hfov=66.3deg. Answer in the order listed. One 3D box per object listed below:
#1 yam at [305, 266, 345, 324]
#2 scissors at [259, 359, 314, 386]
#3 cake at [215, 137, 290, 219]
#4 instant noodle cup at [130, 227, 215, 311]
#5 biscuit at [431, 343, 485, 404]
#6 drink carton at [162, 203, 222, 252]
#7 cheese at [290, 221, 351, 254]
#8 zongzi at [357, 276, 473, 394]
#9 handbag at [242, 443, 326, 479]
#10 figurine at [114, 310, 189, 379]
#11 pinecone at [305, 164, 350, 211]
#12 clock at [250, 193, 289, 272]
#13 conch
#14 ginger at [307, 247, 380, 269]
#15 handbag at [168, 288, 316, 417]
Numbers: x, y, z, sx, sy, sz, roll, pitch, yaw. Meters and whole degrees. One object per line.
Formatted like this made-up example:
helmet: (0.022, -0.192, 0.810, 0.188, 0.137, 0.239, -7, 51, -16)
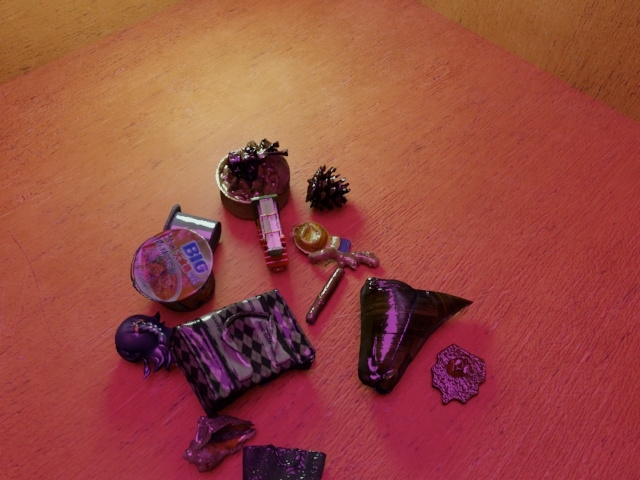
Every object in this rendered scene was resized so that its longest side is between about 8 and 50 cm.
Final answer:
yam: (0.018, 0.210, 1.878, 0.046, 0.046, 0.263, 25, 59, 16)
scissors: (-0.124, 0.450, 1.736, 0.220, 0.017, 0.088, -33, 66, -20)
cake: (-0.283, -0.291, 2.045, 0.333, 0.321, 0.332, 1, 57, -2)
instant noodle cup: (-0.520, 0.128, 1.814, 0.297, 0.214, 0.296, 0, 64, 1)
biscuit: (0.474, 0.478, 1.710, 0.182, 0.034, 0.215, 27, 63, 18)
drink carton: (-0.512, -0.023, 1.954, 0.190, 0.191, 0.185, 17, 56, 3)
cheese: (0.000, 0.000, 2.006, 0.250, 0.064, 0.156, 18, 60, 0)
zongzi: (0.345, 0.345, 1.720, 0.433, 0.207, 0.402, 10, 62, -8)
handbag: (-0.122, 0.727, 1.521, 0.271, 0.088, 0.175, 4, 48, 4)
figurine: (-0.584, 0.355, 1.713, 0.265, 0.196, 0.175, 0, 15, 5)
pinecone: (0.032, -0.215, 2.075, 0.208, 0.207, 0.207, 0, 57, 0)
clock: (-0.197, -0.016, 1.931, 0.106, 0.219, 0.255, -10, 65, -6)
conch: (-0.314, 0.621, 1.539, 0.246, 0.178, 0.162, -8, 64, -27)
ginger: (0.094, 0.074, 1.955, 0.289, 0.075, 0.089, 2, 67, -8)
handbag: (-0.246, 0.362, 1.641, 0.416, 0.180, 0.316, -19, 57, -37)
